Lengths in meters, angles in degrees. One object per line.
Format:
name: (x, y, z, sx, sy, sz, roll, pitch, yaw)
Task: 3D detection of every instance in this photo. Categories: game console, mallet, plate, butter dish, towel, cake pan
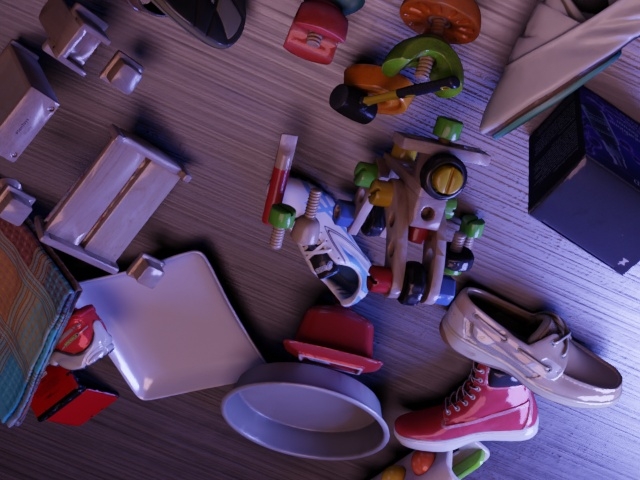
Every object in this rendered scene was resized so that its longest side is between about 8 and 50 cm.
game console: (-0.479, 0.286, 1.676, 0.144, 0.085, 0.124, -36, 80, 30)
mallet: (0.086, -0.183, 1.084, 0.062, 0.039, 0.190, 18, 165, -33)
plate: (-0.256, 0.145, 1.510, 0.278, 0.045, 0.277, -15, 120, 21)
butter dish: (0.027, 0.144, 1.413, 0.160, 0.118, 0.160, 12, 167, 3)
towel: (-0.535, 0.110, 1.471, 0.271, 0.040, 0.370, 47, 127, 18)
cake pan: (-0.024, 0.294, 1.513, 0.293, 0.054, 0.293, 8, 144, 6)

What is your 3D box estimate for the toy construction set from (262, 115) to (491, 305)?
toy construction set: (0.084, -0.080, 1.181, 0.309, 0.257, 0.237, 17, 115, 6)

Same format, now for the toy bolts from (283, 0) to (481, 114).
toy bolts: (0.070, -0.283, 1.119, 0.229, 0.158, 0.218, 21, 167, -15)

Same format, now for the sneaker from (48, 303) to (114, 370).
sneaker: (-0.456, 0.147, 1.507, 0.279, 0.107, 0.118, -5, 107, 39)

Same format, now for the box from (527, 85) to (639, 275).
box: (0.356, -0.081, 1.120, 0.153, 0.207, 0.108, 31, 125, -10)

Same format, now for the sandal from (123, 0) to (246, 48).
sandal: (-0.228, -0.352, 1.132, 0.303, 0.120, 0.086, 32, 152, -9)

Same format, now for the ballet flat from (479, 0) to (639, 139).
ballet flat: (0.344, -0.273, 1.055, 0.400, 0.139, 0.139, -31, 113, 24)

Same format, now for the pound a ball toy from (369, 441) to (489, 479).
pound a ball toy: (0.175, 0.463, 1.540, 0.136, 0.208, 0.319, 37, 124, -14)

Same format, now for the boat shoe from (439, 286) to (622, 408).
boat shoe: (0.339, 0.163, 1.361, 0.302, 0.109, 0.098, 25, 127, 1)

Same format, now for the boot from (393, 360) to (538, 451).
boot: (0.232, 0.257, 1.463, 0.245, 0.088, 0.176, -10, 122, 9)

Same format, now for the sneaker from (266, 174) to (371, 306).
sneaker: (0.000, 0.000, 1.330, 0.085, 0.086, 0.237, -26, 114, 28)

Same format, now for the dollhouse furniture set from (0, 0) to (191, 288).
dollhouse furniture set: (-0.318, -0.144, 1.311, 0.303, 0.174, 0.356, -49, 132, 9)
